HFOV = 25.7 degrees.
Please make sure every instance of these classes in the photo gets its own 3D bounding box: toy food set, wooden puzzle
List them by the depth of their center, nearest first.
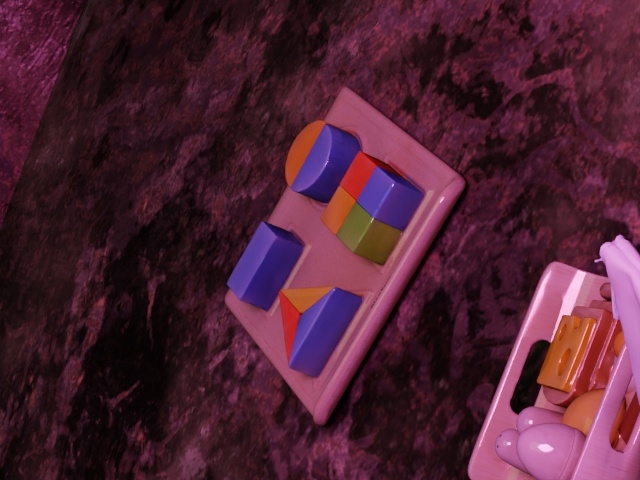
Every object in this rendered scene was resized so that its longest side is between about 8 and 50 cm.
[{"bbox_3d":[0.201,0.118,1.148,0.306,0.092,0.220,173,119,-83],"label":"toy food set"},{"bbox_3d":[0.000,0.000,1.651,0.322,0.080,0.348,-61,30,12],"label":"wooden puzzle"}]

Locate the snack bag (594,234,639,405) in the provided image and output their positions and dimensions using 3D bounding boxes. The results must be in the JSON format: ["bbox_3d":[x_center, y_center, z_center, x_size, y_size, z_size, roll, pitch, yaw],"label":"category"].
[{"bbox_3d":[0.288,0.197,0.860,0.037,0.323,0.342,-25,35,-5],"label":"snack bag"}]
